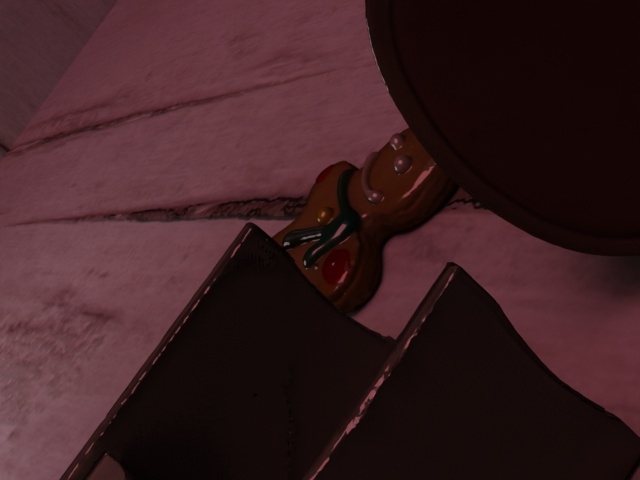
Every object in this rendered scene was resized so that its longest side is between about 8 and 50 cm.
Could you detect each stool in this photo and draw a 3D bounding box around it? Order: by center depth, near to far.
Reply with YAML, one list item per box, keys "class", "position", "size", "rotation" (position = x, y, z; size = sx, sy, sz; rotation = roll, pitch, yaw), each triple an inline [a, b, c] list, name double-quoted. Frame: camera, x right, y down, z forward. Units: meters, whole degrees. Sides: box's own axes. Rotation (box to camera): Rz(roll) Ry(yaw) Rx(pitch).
- class: "stool"
  position: [-0.011, 0.151, 0.640]
  size: [0.270, 0.170, 0.243]
  rotation: [-55, 26, -11]

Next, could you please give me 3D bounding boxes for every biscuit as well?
- class: "biscuit"
  position: [0.000, 0.000, 0.976]
  size: [0.301, 0.049, 0.197]
  rotation: [-38, 30, 21]

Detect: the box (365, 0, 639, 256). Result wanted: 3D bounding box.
- class: "box"
  position: [0.181, -0.173, 0.666]
  size: [0.301, 0.301, 0.216]
  rotation: [-37, 21, 25]
